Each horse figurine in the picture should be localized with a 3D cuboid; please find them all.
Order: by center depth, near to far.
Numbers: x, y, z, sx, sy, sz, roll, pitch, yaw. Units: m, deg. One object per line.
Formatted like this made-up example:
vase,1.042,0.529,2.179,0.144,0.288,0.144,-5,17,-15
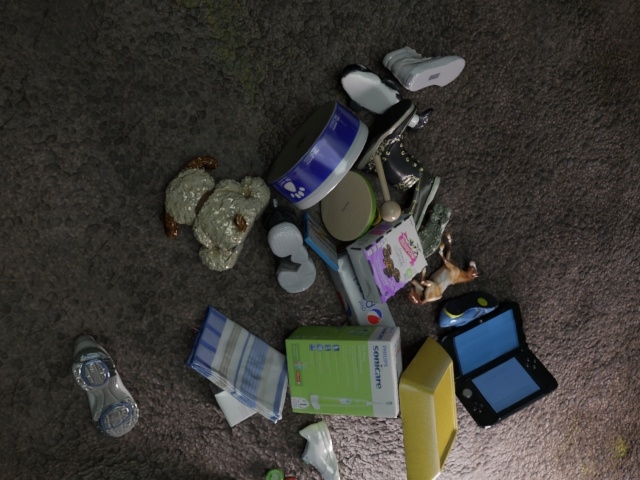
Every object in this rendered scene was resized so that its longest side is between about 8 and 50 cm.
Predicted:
horse figurine,0.336,0.104,1.823,0.263,0.066,0.174,-38,122,-20

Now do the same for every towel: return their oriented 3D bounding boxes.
towel,-0.194,0.309,1.604,0.285,0.209,0.034,38,124,-20

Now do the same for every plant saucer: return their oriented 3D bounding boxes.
plant saucer,0.312,0.477,1.755,0.081,0.332,0.333,-2,102,24

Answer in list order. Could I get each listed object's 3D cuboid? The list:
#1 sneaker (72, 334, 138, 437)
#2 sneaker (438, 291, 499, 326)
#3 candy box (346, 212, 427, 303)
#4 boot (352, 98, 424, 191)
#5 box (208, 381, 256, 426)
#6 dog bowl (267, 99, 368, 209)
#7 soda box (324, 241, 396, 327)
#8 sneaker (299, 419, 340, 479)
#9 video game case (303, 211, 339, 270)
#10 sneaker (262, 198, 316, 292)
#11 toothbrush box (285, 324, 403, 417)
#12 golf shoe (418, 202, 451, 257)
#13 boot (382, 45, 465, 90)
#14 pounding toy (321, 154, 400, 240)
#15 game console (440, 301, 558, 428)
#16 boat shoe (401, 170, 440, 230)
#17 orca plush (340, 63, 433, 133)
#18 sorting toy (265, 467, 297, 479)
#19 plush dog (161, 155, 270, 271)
sneaker,-0.518,0.350,1.527,0.111,0.129,0.297,-17,122,-20
sneaker,0.438,0.211,1.894,0.209,0.069,0.082,-11,138,-28
candy box,0.179,0.043,1.669,0.196,0.070,0.165,-36,116,-32
boot,0.217,-0.248,1.689,0.178,0.085,0.236,28,121,-25
box,-0.225,0.406,1.645,0.087,0.101,0.102,-28,105,-14
dog bowl,-0.010,-0.210,1.546,0.104,0.265,0.265,38,84,-18
soda box,0.111,0.154,1.739,0.098,0.091,0.286,-28,107,-16
sneaker,-0.004,0.616,1.783,0.094,0.080,0.212,-16,96,-6
video game case,0.000,0.000,1.639,0.015,0.166,0.119,-39,111,15
sneaker,-0.081,0.011,1.641,0.101,0.153,0.269,-14,139,-2
toothbrush box,0.066,0.338,1.658,0.283,0.122,0.206,-2,101,20
golf shoe,0.315,-0.017,1.793,0.069,0.086,0.176,31,81,12
boot,0.279,-0.480,1.707,0.258,0.123,0.095,-22,151,-44
pounding toy,0.119,-0.099,1.655,0.110,0.237,0.183,-1,73,-44
game console,0.535,0.368,1.886,0.293,0.250,0.173,-24,142,-15
boat shoe,0.259,-0.084,1.770,0.068,0.081,0.228,24,97,2
orca plush,0.175,-0.401,1.678,0.287,0.151,0.102,17,61,-19
sorting toy,-0.113,0.675,1.766,0.102,0.042,0.061,31,71,-10
plush dog,-0.270,-0.077,1.526,0.225,0.210,0.262,28,88,2
